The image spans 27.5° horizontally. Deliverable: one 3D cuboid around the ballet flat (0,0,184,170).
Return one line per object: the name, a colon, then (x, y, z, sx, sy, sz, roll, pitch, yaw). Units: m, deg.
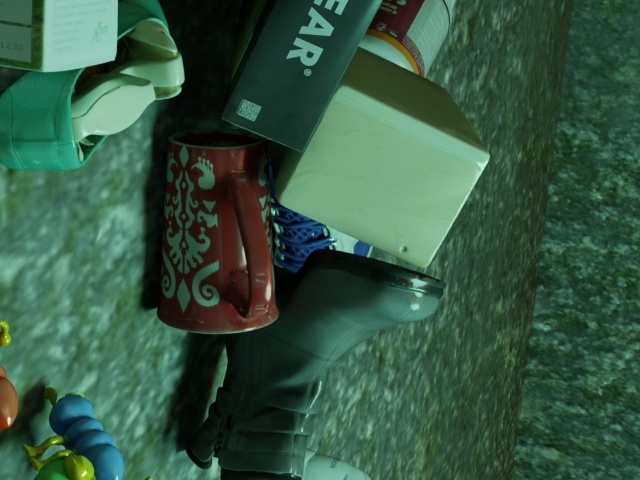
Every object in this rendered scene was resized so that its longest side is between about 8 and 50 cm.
ballet flat: (-0.154, -0.118, 0.991, 0.247, 0.087, 0.083, -54, 149, -52)

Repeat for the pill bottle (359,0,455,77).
pill bottle: (0.087, -0.251, 1.559, 0.121, 0.121, 0.221, 82, 26, -44)

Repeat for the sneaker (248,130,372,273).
sneaker: (0.000, 0.000, 1.442, 0.315, 0.127, 0.182, 55, 47, -67)

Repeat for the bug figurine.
bug figurine: (-0.179, 0.158, 0.924, 0.072, 0.216, 0.279, -38, 155, -3)

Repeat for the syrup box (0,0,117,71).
syrup box: (-0.185, -0.232, 0.825, 0.096, 0.093, 0.237, -31, 129, -65)

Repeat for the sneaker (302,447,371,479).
sneaker: (-0.016, 0.405, 1.624, 0.111, 0.129, 0.297, -17, 118, -71)

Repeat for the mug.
mug: (-0.079, -0.009, 1.189, 0.113, 0.150, 0.169, -19, 115, -52)

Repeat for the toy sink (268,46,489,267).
toy sink: (0.043, -0.090, 1.237, 0.131, 0.153, 0.234, -62, -165, 17)

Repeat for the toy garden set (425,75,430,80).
toy garden set: (0.095, -0.154, 1.749, 0.204, 0.049, 0.244, 49, 55, -67)

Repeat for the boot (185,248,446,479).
boot: (-0.007, 0.134, 1.257, 0.338, 0.118, 0.223, -15, -121, 62)

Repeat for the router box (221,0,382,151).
router box: (0.017, -0.265, 1.117, 0.243, 0.081, 0.309, -88, -156, -58)
